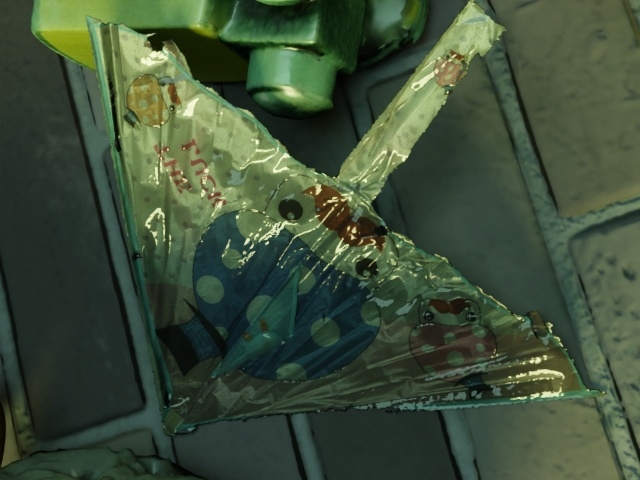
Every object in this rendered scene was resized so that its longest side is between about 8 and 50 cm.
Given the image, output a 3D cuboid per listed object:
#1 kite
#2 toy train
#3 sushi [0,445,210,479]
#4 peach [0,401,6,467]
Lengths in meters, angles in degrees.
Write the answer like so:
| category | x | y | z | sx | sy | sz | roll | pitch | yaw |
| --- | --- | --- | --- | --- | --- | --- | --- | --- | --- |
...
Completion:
| category | x | y | z | sx | sy | sz | roll | pitch | yaw |
| --- | --- | --- | --- | --- | --- | --- | --- | --- | --- |
| kite | 0.000 | 0.000 | 0.923 | 0.406 | 0.014 | 0.368 | 37 | 113 | -2 |
| toy train | -0.052 | -0.280 | 0.987 | 0.253 | 0.160 | 0.397 | 4 | 81 | 24 |
| sushi | -0.080 | 0.256 | 0.854 | 0.350 | 0.211 | 0.170 | 19 | 111 | 20 |
| peach | -0.284 | 0.162 | 0.962 | 0.103 | 0.179 | 0.179 | 37 | 92 | -16 |
